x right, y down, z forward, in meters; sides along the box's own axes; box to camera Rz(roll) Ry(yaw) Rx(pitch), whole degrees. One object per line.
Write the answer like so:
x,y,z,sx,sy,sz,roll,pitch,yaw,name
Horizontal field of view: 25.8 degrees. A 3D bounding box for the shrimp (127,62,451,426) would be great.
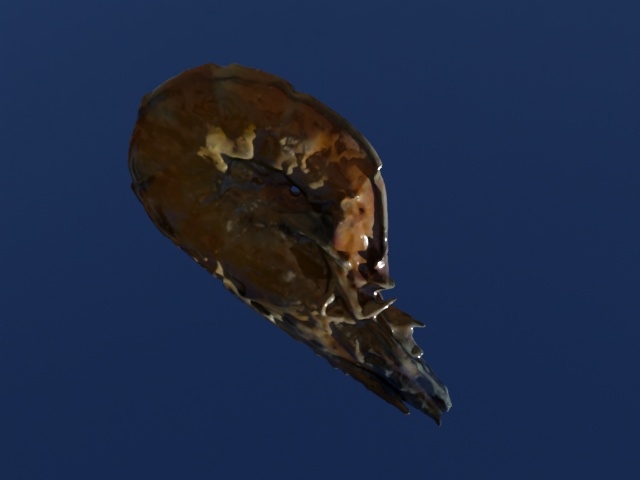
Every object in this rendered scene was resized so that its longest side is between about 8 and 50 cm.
0.000,0.000,0.984,0.164,0.317,0.062,-39,-169,34,shrimp
